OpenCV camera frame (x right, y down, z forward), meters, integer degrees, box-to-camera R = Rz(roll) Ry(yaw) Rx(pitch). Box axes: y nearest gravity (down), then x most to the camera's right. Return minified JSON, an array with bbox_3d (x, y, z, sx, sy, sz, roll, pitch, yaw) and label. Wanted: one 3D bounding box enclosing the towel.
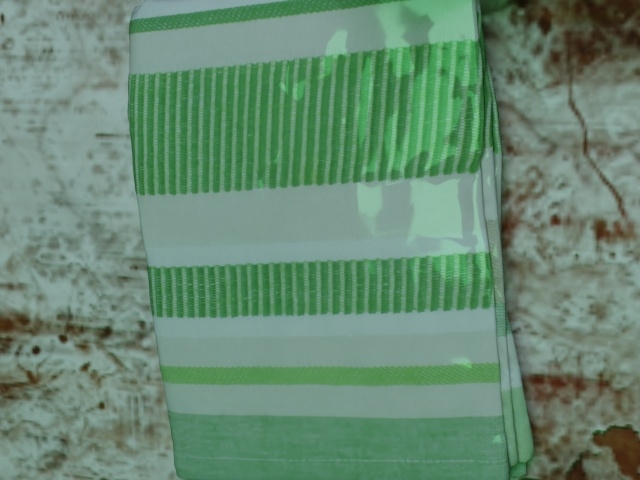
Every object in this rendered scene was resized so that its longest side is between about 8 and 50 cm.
[{"bbox_3d":[0.000,0.000,0.650,0.248,0.038,0.325,-3,102,19],"label":"towel"}]
